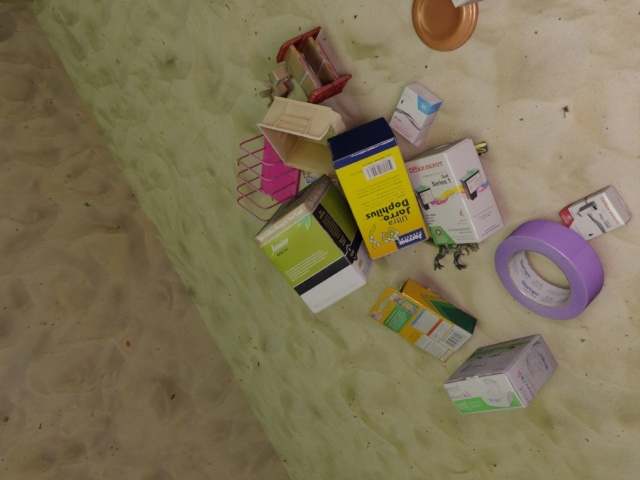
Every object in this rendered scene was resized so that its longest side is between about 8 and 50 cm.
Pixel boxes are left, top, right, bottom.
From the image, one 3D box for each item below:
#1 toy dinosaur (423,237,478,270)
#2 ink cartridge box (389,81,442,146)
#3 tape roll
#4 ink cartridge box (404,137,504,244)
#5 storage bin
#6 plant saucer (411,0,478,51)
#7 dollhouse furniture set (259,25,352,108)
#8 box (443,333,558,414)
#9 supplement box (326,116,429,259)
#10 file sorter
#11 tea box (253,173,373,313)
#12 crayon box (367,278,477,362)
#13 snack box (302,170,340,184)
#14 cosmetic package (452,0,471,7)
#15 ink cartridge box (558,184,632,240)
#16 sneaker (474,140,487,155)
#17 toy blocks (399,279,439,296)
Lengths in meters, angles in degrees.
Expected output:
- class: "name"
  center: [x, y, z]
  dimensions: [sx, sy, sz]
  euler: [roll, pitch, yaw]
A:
- class: "toy dinosaur"
  center: [0.413, 0.037, 1.756]
  dimensions: [0.268, 0.064, 0.118]
  euler: [4, 110, 49]
- class: "ink cartridge box"
  center: [0.278, -0.370, 1.633]
  dimensions: [0.104, 0.060, 0.180]
  euler: [43, 139, 19]
- class: "tape roll"
  center: [0.620, 0.082, 1.483]
  dimensions: [0.274, 0.090, 0.275]
  euler: [39, 150, 28]
- class: "ink cartridge box"
  center: [0.388, -0.138, 1.589]
  dimensions: [0.201, 0.117, 0.278]
  euler: [-5, 111, 63]
- class: "storage bin"
  center: [-0.032, -0.338, 1.816]
  dimensions: [0.260, 0.123, 0.262]
  euler: [19, 164, 26]
- class: "plant saucer"
  center: [0.324, -0.608, 1.448]
  dimensions: [0.200, 0.037, 0.200]
  euler: [27, 132, 35]
- class: "dollhouse furniture set"
  center: [-0.063, -0.534, 1.866]
  dimensions: [0.201, 0.152, 0.374]
  euler: [58, 159, 0]
- class: "box"
  center: [0.562, 0.422, 1.701]
  dimensions: [0.262, 0.231, 0.127]
  euler: [-32, 89, 51]
- class: "supplement box"
  center: [0.175, -0.158, 1.658]
  dimensions: [0.194, 0.195, 0.357]
  euler: [-99, -14, -60]
- class: "file sorter"
  center: [-0.216, -0.251, 2.154]
  dimensions: [0.202, 0.182, 0.291]
  euler: [35, 136, 27]
- class: "tea box"
  center: [0.000, 0.000, 1.793]
  dimensions: [0.220, 0.329, 0.324]
  euler: [-33, 101, 24]
- class: "crayon box"
  center: [0.349, 0.268, 1.883]
  dimensions: [0.322, 0.083, 0.203]
  euler: [31, 137, 5]
- class: "snack box"
  center: [0.004, -0.243, 2.047]
  dimensions: [0.178, 0.022, 0.064]
  euler: [7, 120, 45]
- class: "cosmetic package"
  center: [0.337, -0.723, 1.269]
  dimensions: [0.129, 0.153, 0.296]
  euler: [-22, 99, 50]
- class: "ink cartridge box"
  center: [0.698, -0.065, 1.375]
  dimensions: [0.099, 0.056, 0.135]
  euler: [57, 142, 3]
- class: "sneaker"
  center: [0.442, -0.256, 1.551]
  dimensions: [0.083, 0.031, 0.035]
  euler: [-16, 102, 51]
- class: "toy blocks"
  center: [0.358, 0.217, 1.934]
  dimensions: [0.148, 0.054, 0.123]
  euler: [18, 126, 39]
